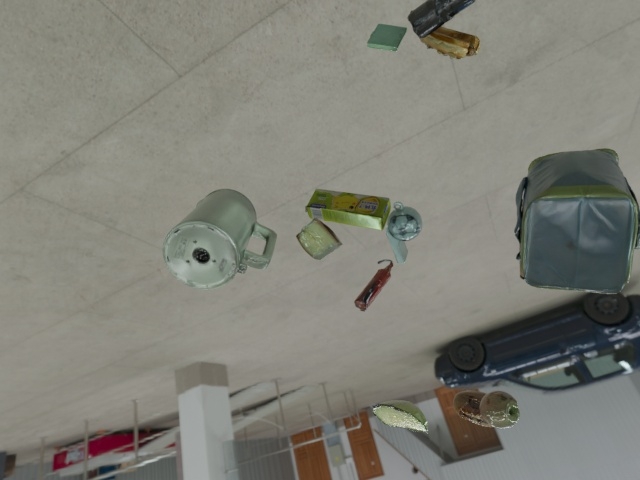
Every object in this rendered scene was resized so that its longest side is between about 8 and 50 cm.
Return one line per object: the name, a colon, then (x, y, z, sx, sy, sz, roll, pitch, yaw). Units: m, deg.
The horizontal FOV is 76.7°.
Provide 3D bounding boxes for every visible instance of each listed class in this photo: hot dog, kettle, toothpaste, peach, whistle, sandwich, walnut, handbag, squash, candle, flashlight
hot dog: (0.430, -0.678, 1.381, 0.109, 0.269, 0.072, -22, 134, -20)
kettle: (-0.282, -0.019, 1.206, 0.265, 0.318, 0.205, -6, 112, 3)
toothpaste: (0.109, -0.127, 1.611, 0.328, 0.110, 0.077, 10, 142, 21)
peach: (0.393, 0.372, 0.893, 0.083, 0.083, 0.083, -12, 151, -7)
whistle: (0.370, -0.043, 1.742, 0.164, 0.163, 0.289, -21, 117, 9)
sandwich: (0.000, 0.000, 1.253, 0.094, 0.096, 0.258, -38, 168, 7)
walnut: (0.568, 0.592, 1.425, 0.207, 0.115, 0.116, -1, 166, 42)
handbag: (0.543, -0.046, 0.873, 0.223, 0.241, 0.263, -3, 118, 29)
squash: (0.284, 0.604, 1.457, 0.192, 0.085, 0.184, -8, 131, 37)
candle: (0.139, 0.109, 1.030, 0.162, 0.048, 0.053, -48, 147, -28)
flashlight: (0.457, -0.762, 1.206, 0.103, 0.103, 0.424, 12, 160, -40)

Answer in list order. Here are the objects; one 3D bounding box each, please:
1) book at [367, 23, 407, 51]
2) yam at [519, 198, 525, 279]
book: (0.210, -0.647, 1.288, 0.103, 0.135, 0.017, 16, 145, 14)
yam: (0.597, 0.000, 1.167, 0.046, 0.046, 0.263, -15, 118, -1)
